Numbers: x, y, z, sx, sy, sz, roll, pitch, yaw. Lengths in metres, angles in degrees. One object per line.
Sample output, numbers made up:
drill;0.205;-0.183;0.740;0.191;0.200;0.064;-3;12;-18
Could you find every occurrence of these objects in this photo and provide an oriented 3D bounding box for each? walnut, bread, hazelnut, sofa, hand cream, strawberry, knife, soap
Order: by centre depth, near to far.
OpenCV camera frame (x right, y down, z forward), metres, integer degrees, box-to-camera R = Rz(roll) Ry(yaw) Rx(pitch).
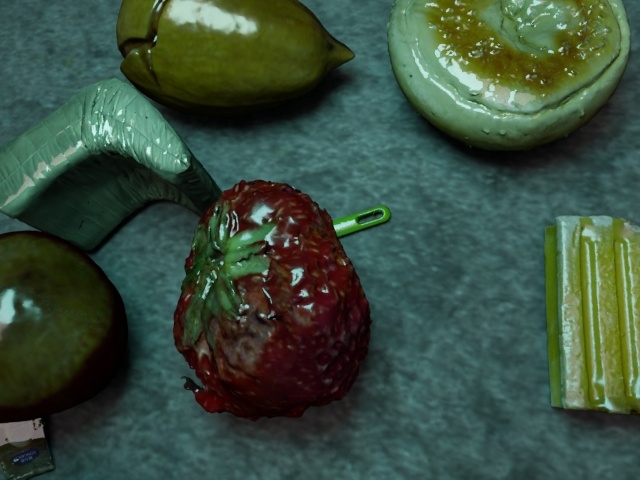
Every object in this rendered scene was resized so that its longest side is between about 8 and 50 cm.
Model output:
strawberry;-0.048;0.078;0.589;0.274;0.220;0.274;-23;59;44
soap;0.352;0.089;0.600;0.140;0.073;0.232;3;74;6
hazelnut;-0.355;0.103;0.614;0.229;0.229;0.230;-2;74;6
sofa;-0.264;-0.060;0.650;0.225;0.210;0.176;-38;75;-8
bread;0.240;-0.257;0.667;0.305;0.159;0.306;-2;77;8
hand cream;-0.404;0.236;0.669;0.062;0.039;0.163;-15;75;-14
knife;0.000;0.000;0.697;0.211;0.015;0.054;-19;74;1
walnut;-0.118;-0.276;0.698;0.335;0.209;0.209;3;75;0
